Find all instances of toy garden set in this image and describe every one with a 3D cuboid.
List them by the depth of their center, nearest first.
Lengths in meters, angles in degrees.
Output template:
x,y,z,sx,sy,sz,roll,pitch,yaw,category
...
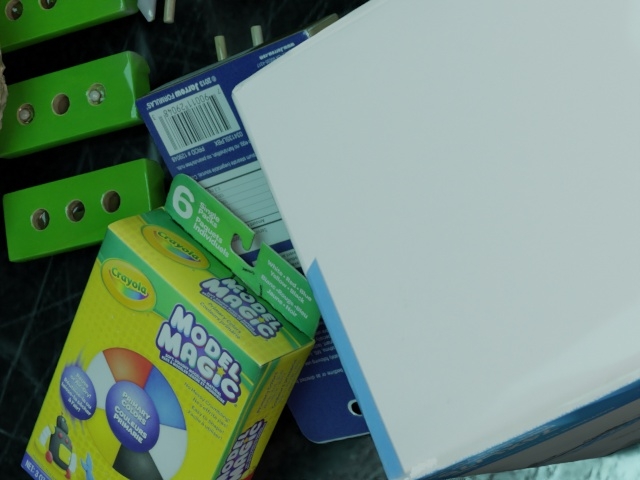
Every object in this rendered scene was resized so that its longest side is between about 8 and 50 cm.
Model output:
x,y,z,sx,sy,sz,roll,pitch,yaw,category
-0.110,-0.123,1.124,0.204,0.049,0.244,-13,79,26,toy garden set

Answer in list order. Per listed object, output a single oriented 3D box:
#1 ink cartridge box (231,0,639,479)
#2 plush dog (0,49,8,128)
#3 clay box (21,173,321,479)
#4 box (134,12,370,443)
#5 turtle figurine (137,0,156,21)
x,y,z,sx,sy,sz,roll,pitch,yaw,category
0.132,-0.015,0.870,0.197,0.270,0.198,-29,74,23,ink cartridge box
-0.293,-0.096,1.132,0.225,0.210,0.262,1,112,25,plush dog
-0.087,0.083,1.046,0.127,0.053,0.222,40,127,23,clay box
0.000,0.000,1.014,0.136,0.036,0.225,-17,102,40,box
-0.057,-0.324,1.020,0.274,0.198,0.266,-30,62,1,turtle figurine
